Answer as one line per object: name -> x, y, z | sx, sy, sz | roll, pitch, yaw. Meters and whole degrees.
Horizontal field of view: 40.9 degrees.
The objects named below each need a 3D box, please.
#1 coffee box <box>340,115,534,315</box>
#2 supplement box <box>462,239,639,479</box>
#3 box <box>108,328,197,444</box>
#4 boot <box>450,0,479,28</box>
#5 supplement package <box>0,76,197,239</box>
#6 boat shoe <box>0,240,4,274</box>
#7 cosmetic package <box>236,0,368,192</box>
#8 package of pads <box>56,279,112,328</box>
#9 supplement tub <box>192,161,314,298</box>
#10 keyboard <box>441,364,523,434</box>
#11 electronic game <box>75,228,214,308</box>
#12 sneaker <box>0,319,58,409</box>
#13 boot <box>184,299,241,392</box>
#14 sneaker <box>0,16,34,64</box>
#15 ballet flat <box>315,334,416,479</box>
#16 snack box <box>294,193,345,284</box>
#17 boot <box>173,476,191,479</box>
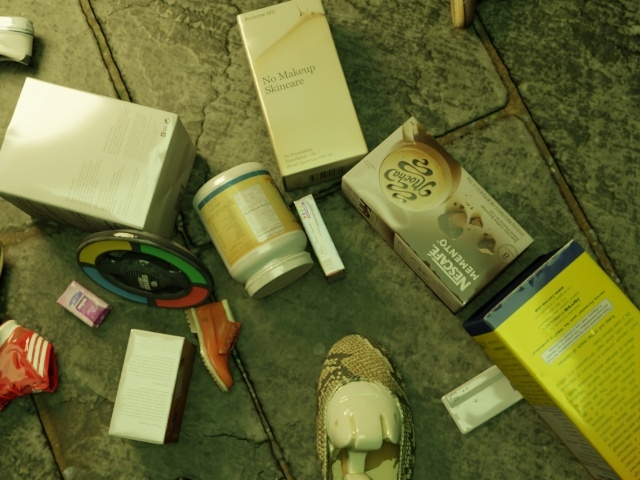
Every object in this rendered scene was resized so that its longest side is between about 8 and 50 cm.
coffee box -> 0.194, -0.039, 1.467 | 0.168, 0.119, 0.297 | -40, 80, -8
supplement box -> 0.426, 0.203, 1.362 | 0.195, 0.194, 0.356 | -40, 84, -6
box -> -0.272, 0.242, 1.410 | 0.091, 0.130, 0.170 | 9, 79, 2
boot -> 0.350, -0.495, 1.576 | 0.206, 0.090, 0.248 | 8, 75, 5
supplement package -> -0.375, -0.123, 1.455 | 0.262, 0.198, 0.199 | 15, 79, 4
boat shoe -> -0.596, 0.137, 1.397 | 0.110, 0.122, 0.341 | -8, 58, 9
cosmetic package -> -0.032, -0.260, 1.523 | 0.160, 0.113, 0.309 | -17, 79, -2
package of pads -> -0.411, 0.111, 1.491 | 0.083, 0.032, 0.050 | 34, 83, 8
supplement tub -> -0.112, -0.016, 1.455 | 0.144, 0.144, 0.200 | -29, 79, -5
keyboard -> 0.332, 0.234, 1.462 | 0.256, 0.014, 0.072 | -30, 84, -5
electronic game -> -0.287, 0.051, 1.405 | 0.229, 0.229, 0.048 | 10, 59, 3
sneaker -> -0.526, 0.255, 1.436 | 0.128, 0.087, 0.221 | 25, 81, 7
boot -> -0.167, 0.177, 1.461 | 0.084, 0.059, 0.158 | -20, 77, -8
sneaker -> -0.653, -0.358, 1.567 | 0.258, 0.094, 0.091 | 0, 89, 6
ballet flat -> 0.071, 0.382, 1.347 | 0.164, 0.182, 0.483 | 1, 78, 2
snack box -> 0.000, 0.000, 1.471 | 0.037, 0.100, 0.141 | -23, 79, -3
boot -> -0.298, 0.470, 1.394 | 0.137, 0.077, 0.198 | 15, 77, 9
